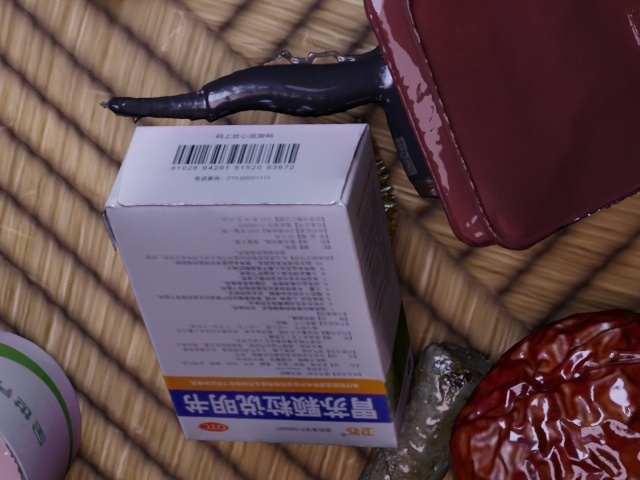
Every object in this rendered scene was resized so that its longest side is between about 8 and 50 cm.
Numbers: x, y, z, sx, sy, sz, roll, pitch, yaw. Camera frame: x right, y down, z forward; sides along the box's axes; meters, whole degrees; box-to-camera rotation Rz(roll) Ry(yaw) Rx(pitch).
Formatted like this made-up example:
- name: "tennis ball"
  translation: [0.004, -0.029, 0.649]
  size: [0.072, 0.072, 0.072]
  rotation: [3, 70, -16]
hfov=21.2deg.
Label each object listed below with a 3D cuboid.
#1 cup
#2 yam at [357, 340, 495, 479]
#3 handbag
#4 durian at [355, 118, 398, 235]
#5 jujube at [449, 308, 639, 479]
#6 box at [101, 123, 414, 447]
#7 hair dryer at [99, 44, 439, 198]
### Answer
- name: "cup"
  translation: [-0.342, 0.201, 1.558]
  size: [0.253, 0.274, 0.253]
  rotation: [2, 104, 8]
- name: "yam"
  translation: [0.095, 0.178, 1.577]
  size: [0.078, 0.078, 0.179]
  rotation: [29, 107, 2]
- name: "handbag"
  translation: [0.195, -0.147, 1.409]
  size: [0.275, 0.084, 0.260]
  rotation: [-28, 101, -23]
- name: "durian"
  translation: [-0.001, 0.000, 1.534]
  size: [0.187, 0.108, 0.119]
  rotation: [-41, 93, 16]
- name: "jujube"
  translation: [0.234, 0.174, 1.474]
  size: [0.232, 0.213, 0.213]
  rotation: [-40, 94, -1]
- name: "box"
  translation: [-0.042, 0.042, 1.448]
  size: [0.200, 0.106, 0.299]
  rotation: [0, 136, 14]
- name: "hair dryer"
  translation: [-0.012, -0.169, 1.446]
  size: [0.359, 0.120, 0.303]
  rotation: [-9, 96, -14]
